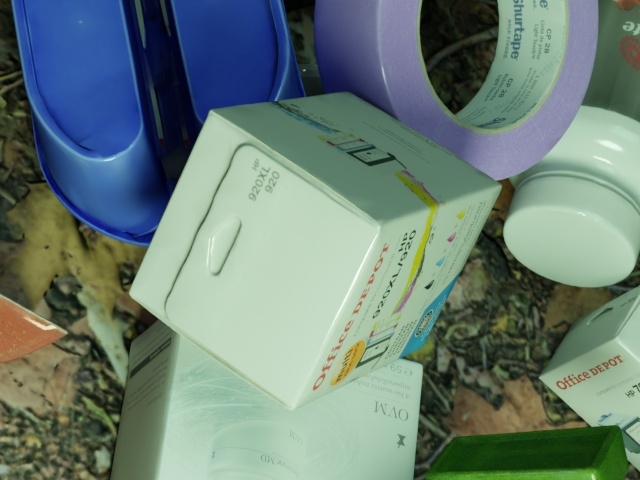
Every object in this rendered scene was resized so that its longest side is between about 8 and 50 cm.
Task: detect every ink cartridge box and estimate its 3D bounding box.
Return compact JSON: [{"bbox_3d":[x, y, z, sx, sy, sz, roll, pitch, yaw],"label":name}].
[{"bbox_3d":[0.326,0.148,1.607,0.190,0.139,0.082,41,59,-6],"label":"ink cartridge box"},{"bbox_3d":[0.000,0.000,1.338,0.168,0.171,0.232,33,23,20],"label":"ink cartridge box"}]

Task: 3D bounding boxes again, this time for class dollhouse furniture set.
[{"bbox_3d":[0.150,0.297,1.340,0.301,0.151,0.198,-39,121,-62],"label":"dollhouse furniture set"}]

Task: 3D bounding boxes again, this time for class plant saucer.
[{"bbox_3d":[-0.326,0.019,1.277,0.259,0.258,0.048,31,83,-13],"label":"plant saucer"}]

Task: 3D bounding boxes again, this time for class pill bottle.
[{"bbox_3d":[0.284,-0.118,1.676,0.176,0.176,0.319,30,59,-13],"label":"pill bottle"}]

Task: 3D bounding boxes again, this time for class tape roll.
[{"bbox_3d":[0.126,-0.193,1.511,0.274,0.090,0.275,-6,100,-38],"label":"tape roll"}]

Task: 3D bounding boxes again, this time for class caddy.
[{"bbox_3d":[-0.142,-0.163,1.468,0.241,0.179,0.341,-11,68,-2],"label":"caddy"}]

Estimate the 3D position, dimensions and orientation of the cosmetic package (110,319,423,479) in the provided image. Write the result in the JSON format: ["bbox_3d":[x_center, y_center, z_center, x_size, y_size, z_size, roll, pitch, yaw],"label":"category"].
[{"bbox_3d":[-0.049,0.195,1.397,0.224,0.138,0.225,16,64,-20],"label":"cosmetic package"}]

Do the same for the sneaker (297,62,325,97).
[{"bbox_3d":[0.041,-0.080,1.577,0.281,0.105,0.115,17,64,-20],"label":"sneaker"}]

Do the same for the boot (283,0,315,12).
[{"bbox_3d":[0.065,-0.358,1.580,0.260,0.348,0.131,-8,44,-32],"label":"boot"}]
